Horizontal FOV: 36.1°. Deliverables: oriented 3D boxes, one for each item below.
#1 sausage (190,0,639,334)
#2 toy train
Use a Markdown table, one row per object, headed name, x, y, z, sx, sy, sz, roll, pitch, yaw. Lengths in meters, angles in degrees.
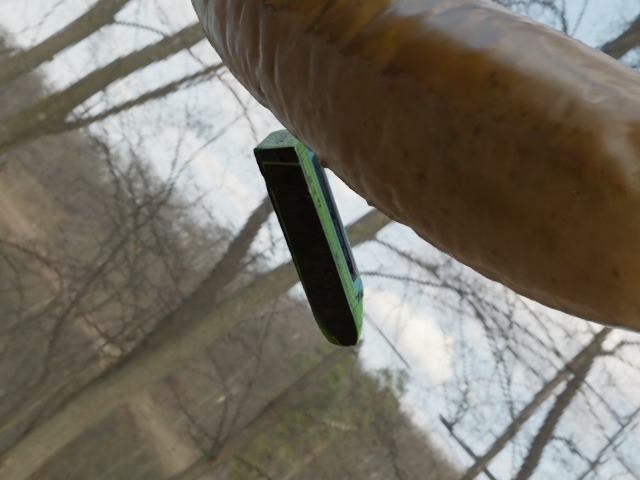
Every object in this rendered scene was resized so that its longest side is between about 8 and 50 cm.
| name | x | y | z | sx | sy | sz | roll | pitch | yaw |
| --- | --- | --- | --- | --- | --- | --- | --- | --- | --- |
| sausage | 0.039 | -0.097 | 0.548 | 0.501 | 0.136 | 0.123 | 48 | -20 | 45 |
| toy train | 0.000 | 0.000 | 0.870 | 0.044 | 0.042 | 0.209 | 0 | -56 | 31 |
